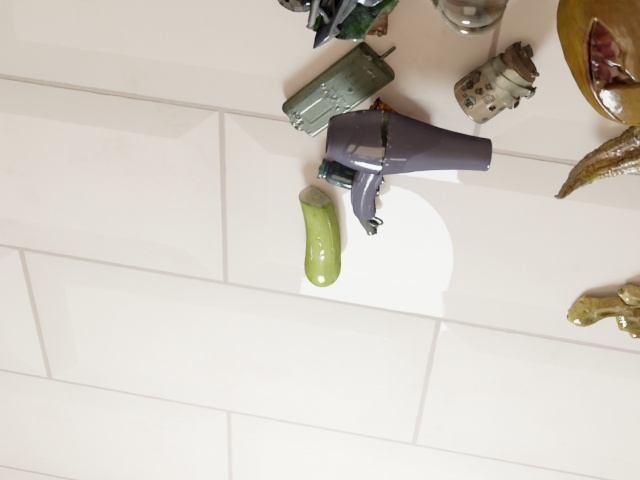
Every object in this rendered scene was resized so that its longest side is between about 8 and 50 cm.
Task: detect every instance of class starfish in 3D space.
[{"bbox_3d":[0.603,-0.141,1.727,0.132,0.384,0.398,-2,158,-43],"label":"starfish"}]

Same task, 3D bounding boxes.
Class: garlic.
[{"bbox_3d":[0.278,-0.404,1.637,0.194,0.127,0.131,-2,132,-11],"label":"garlic"}]

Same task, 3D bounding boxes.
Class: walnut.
[{"bbox_3d":[0.495,-0.309,1.597,0.203,0.203,0.298,-18,116,28],"label":"walnut"}]

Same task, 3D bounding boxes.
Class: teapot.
[{"bbox_3d":[0.037,-0.135,2.002,0.083,0.063,0.049,19,103,-1],"label":"teapot"}]

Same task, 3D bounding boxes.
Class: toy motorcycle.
[{"bbox_3d":[0.070,-0.449,1.635,0.307,0.108,0.173,-32,114,22],"label":"toy motorcycle"}]

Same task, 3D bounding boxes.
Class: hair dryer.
[{"bbox_3d":[0.142,-0.114,1.924,0.301,0.121,0.361,7,150,-7],"label":"hair dryer"}]

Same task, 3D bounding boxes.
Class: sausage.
[{"bbox_3d":[0.154,-0.212,1.891,0.145,0.050,0.048,34,90,-17],"label":"sausage"}]

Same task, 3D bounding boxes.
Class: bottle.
[{"bbox_3d":[0.319,-0.278,1.756,0.152,0.099,0.099,-33,118,32],"label":"bottle"}]

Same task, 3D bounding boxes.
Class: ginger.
[{"bbox_3d":[0.634,0.160,2.119,0.214,0.059,0.133,-19,121,27],"label":"ginger"}]

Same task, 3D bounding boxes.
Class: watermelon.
[{"bbox_3d":[0.052,-0.375,1.745,0.155,0.101,0.080,12,147,16],"label":"watermelon"}]

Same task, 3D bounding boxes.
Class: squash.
[{"bbox_3d":[0.000,0.000,2.112,0.083,0.083,0.250,4,132,10],"label":"squash"}]

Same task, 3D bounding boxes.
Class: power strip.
[{"bbox_3d":[0.042,-0.286,1.856,0.092,0.034,0.268,40,130,-22],"label":"power strip"}]
